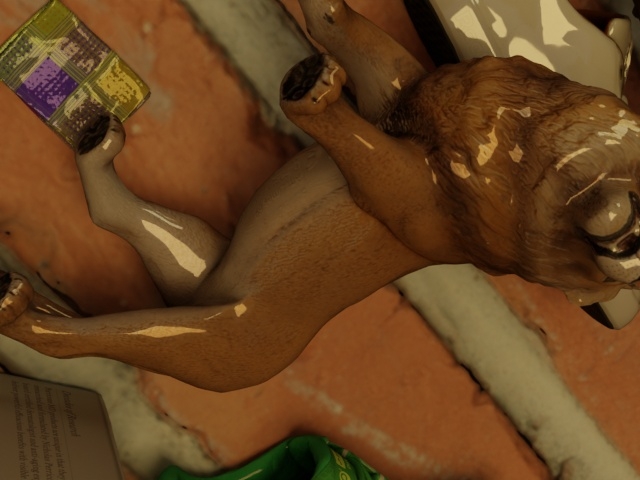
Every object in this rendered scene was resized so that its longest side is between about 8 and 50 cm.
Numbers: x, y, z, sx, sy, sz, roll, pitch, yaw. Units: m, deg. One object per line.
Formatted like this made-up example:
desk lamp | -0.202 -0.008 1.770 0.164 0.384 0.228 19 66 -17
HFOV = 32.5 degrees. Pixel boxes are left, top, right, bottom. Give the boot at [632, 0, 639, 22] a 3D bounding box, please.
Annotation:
boot | 0.241 -0.156 0.688 0.112 0.115 0.305 -14 103 -13

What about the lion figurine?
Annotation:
lion figurine | 0.000 0.000 0.631 0.392 0.142 0.240 -25 134 29

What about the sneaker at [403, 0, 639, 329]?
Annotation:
sneaker | 0.170 -0.073 0.712 0.123 0.106 0.290 -32 115 -4

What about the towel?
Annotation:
towel | -0.145 -0.094 0.643 0.060 0.009 0.083 -44 117 0

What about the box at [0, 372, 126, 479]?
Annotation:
box | -0.196 0.193 0.632 0.119 0.182 0.181 16 102 -22

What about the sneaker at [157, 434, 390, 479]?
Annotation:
sneaker | 0.018 0.200 0.753 0.295 0.109 0.124 1 112 -20
